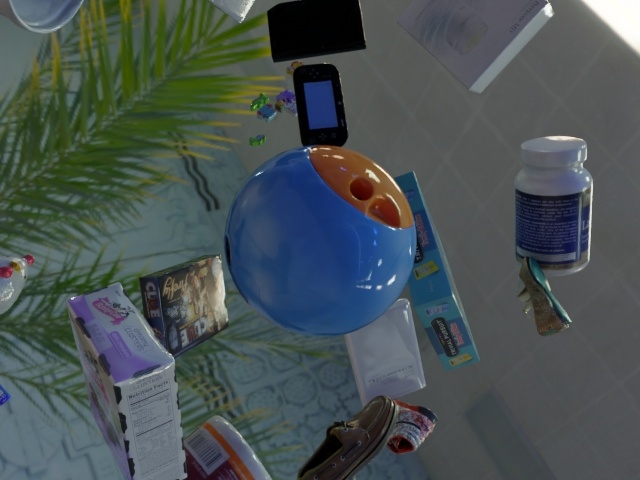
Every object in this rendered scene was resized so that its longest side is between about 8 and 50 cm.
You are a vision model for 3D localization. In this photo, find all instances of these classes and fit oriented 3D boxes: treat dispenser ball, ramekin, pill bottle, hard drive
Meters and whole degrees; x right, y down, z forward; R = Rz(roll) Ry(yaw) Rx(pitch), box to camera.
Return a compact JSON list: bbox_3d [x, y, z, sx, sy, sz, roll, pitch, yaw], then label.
[{"bbox_3d":[0.000,0.000,0.950,0.288,0.288,0.288,30,-53,50],"label":"treat dispenser ball"},{"bbox_3d":[-0.440,-0.425,0.932,0.109,0.207,0.207,23,-48,5],"label":"ramekin"},{"bbox_3d":[0.479,-0.073,1.304,0.153,0.153,0.265,25,-50,52],"label":"pill bottle"},{"bbox_3d":[0.194,0.345,1.908,0.040,0.210,0.319,-122,-165,-63],"label":"hard drive"},{"bbox_3d":[-0.299,0.557,1.257,0.224,0.392,0.224,43,-26,26],"label":"pill bottle"}]

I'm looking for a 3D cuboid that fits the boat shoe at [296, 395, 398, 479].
[{"bbox_3d":[0.069,0.476,1.487,0.104,0.307,0.110,49,-28,-14],"label":"boat shoe"}]

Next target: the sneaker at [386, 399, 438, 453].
[{"bbox_3d":[0.220,0.575,1.957,0.270,0.145,0.090,-4,-60,47],"label":"sneaker"}]

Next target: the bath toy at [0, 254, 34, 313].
[{"bbox_3d":[-0.614,-0.035,1.046,0.348,0.129,0.151,54,-35,-12],"label":"bath toy"}]

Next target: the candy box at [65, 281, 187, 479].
[{"bbox_3d":[-0.230,0.177,0.752,0.165,0.070,0.196,39,-42,43],"label":"candy box"}]

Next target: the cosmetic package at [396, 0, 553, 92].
[{"bbox_3d":[0.329,-0.474,1.343,0.225,0.138,0.224,46,-66,10],"label":"cosmetic package"}]

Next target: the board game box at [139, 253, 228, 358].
[{"bbox_3d":[-0.266,0.129,1.264,0.042,0.243,0.165,-2,-82,20],"label":"board game box"}]

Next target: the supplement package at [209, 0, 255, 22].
[{"bbox_3d":[-0.211,-0.593,1.281,0.203,0.149,0.194,42,-79,31],"label":"supplement package"}]

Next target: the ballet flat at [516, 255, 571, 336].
[{"bbox_3d":[0.412,0.106,1.213,0.067,0.073,0.206,-40,-157,22],"label":"ballet flat"}]

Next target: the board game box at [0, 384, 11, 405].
[{"bbox_3d":[-0.627,0.312,1.048,0.210,0.160,0.047,-25,-76,43],"label":"board game box"}]

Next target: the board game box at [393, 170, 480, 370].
[{"bbox_3d":[0.226,0.061,1.315,0.254,0.079,0.336,58,17,-45],"label":"board game box"}]

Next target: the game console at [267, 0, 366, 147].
[{"bbox_3d":[0.004,-0.373,1.396,0.044,0.213,0.361,66,17,-77],"label":"game console"}]

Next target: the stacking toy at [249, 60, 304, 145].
[{"bbox_3d":[-0.125,-0.376,1.745,0.052,0.221,0.167,37,-29,16],"label":"stacking toy"}]
